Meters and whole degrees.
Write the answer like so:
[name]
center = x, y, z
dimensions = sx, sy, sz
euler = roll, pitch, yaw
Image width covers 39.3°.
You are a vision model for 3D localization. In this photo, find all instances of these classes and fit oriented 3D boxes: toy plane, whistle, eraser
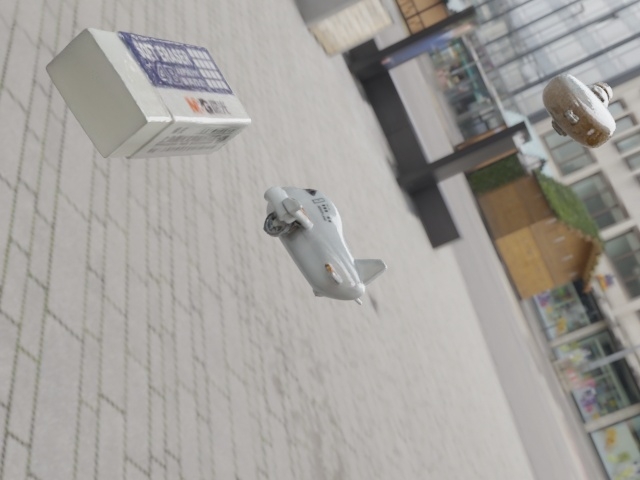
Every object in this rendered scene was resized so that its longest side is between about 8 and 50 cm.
[toy plane]
center = 0.000, 0.000, 1.392
dimensions = 0.245, 0.117, 0.245
euler = 51, 4, -5
[whistle]
center = 0.351, -0.178, 1.198
dimensions = 0.107, 0.057, 0.220
euler = 48, 32, 5
[eraser]
center = -0.188, -0.167, 1.046
dimensions = 0.124, 0.081, 0.279
euler = 57, 20, 5
